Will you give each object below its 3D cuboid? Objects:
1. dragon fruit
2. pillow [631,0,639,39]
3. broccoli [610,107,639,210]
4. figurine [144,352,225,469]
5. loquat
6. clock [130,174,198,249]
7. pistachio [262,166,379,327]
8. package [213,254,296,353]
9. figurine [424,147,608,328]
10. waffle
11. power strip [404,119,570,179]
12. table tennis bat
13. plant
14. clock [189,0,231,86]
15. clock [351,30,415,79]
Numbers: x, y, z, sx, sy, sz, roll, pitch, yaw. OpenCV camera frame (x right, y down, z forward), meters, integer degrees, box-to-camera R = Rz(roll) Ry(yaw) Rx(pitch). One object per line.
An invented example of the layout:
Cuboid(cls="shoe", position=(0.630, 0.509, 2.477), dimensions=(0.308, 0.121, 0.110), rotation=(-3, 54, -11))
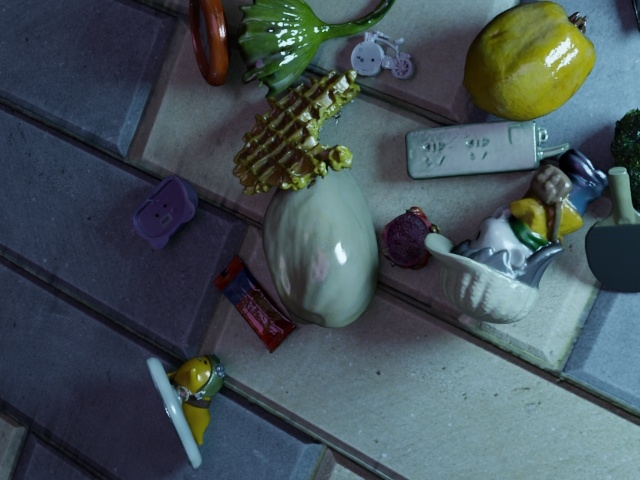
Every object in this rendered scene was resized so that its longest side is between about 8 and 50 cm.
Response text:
Cuboid(cls="dragon fruit", position=(0.173, -0.002, 1.472), dimensions=(0.112, 0.068, 0.126), rotation=(50, 121, 32))
Cuboid(cls="pillow", position=(0.555, -0.412, 1.320), dimensions=(0.090, 0.048, 0.150), rotation=(-17, 81, 24))
Cuboid(cls="broccoli", position=(0.544, -0.131, 1.279), dimensions=(0.195, 0.156, 0.195), rotation=(35, 139, 39))
Cuboid(cls="figurine", position=(-0.249, 0.330, 1.639), dimensions=(0.141, 0.166, 0.250), rotation=(-23, 109, -15))
Cuboid(cls="loquat", position=(0.351, -0.300, 1.336), dimensions=(0.234, 0.176, 0.187), rotation=(-37, 77, 6))
Cuboid(cls="clock", position=(-0.318, -0.056, 1.679), dimensions=(0.152, 0.050, 0.110), rotation=(-43, 75, 17))
Cuboid(cls="pistachio", position=(0.000, 0.000, 1.475), dimensions=(0.226, 0.208, 0.332), rotation=(-1, 70, -20))
Cuboid(cls="package", position=(-0.135, 0.128, 1.619), dimensions=(0.083, 0.022, 0.200), rotation=(-45, 73, 15))
Cuboid(cls="figurine", position=(0.348, 0.008, 1.342), dimensions=(0.332, 0.185, 0.204), rotation=(-32, 85, 11))
Cuboid(cls="waffle", position=(-0.044, -0.190, 1.483), dimensions=(0.259, 0.069, 0.293), rotation=(-15, 42, 28))
Cuboid(cls="power strip", position=(0.296, -0.164, 1.425), dimensions=(0.288, 0.053, 0.093), rotation=(-4, 88, 23))
Cuboid(cls="table tennis bat", position=(0.493, -0.010, 1.285), dimensions=(0.138, 0.022, 0.246), rotation=(-5, 126, 27))
Cuboid(cls="plant", position=(-0.016, -0.400, 1.498), dimensions=(0.333, 0.180, 0.251), rotation=(0, 101, 19))
Cuboid(cls="clock", position=(-0.216, -0.407, 1.573), dimensions=(0.051, 0.205, 0.205), rotation=(-12, 84, -18))
Cuboid(cls="clock", position=(0.121, -0.345, 1.503), dimensions=(0.129, 0.041, 0.087), rotation=(20, 101, 26))
